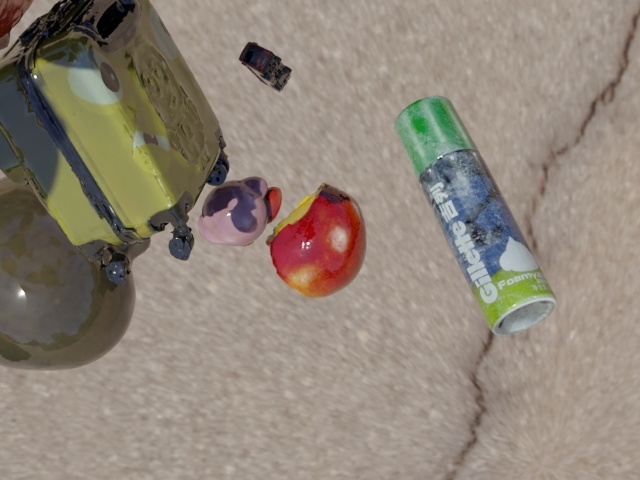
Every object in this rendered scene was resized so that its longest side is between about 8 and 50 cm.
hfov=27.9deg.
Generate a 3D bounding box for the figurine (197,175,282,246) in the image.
[{"bbox_3d":[-0.083,-0.029,1.304,0.083,0.071,0.067,-55,44,13],"label":"figurine"}]

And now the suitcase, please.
[{"bbox_3d":[-0.197,-0.103,1.170,0.143,0.194,0.234,-20,114,20],"label":"suitcase"}]

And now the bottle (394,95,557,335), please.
[{"bbox_3d":[0.196,-0.038,1.675,0.093,0.093,0.330,-26,62,4],"label":"bottle"}]

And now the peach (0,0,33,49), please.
[{"bbox_3d":[-0.296,-0.205,0.665,0.338,0.281,0.281,11,79,-33],"label":"peach"}]

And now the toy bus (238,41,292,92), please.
[{"bbox_3d":[-0.063,-0.201,1.498,0.043,0.110,0.031,30,89,13],"label":"toy bus"}]

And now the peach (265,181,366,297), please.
[{"bbox_3d":[0.008,0.001,1.706,0.118,0.151,0.151,-21,76,33],"label":"peach"}]

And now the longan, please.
[{"bbox_3d":[-0.375,0.039,1.726,0.300,0.243,0.300,-2,71,7],"label":"longan"}]
